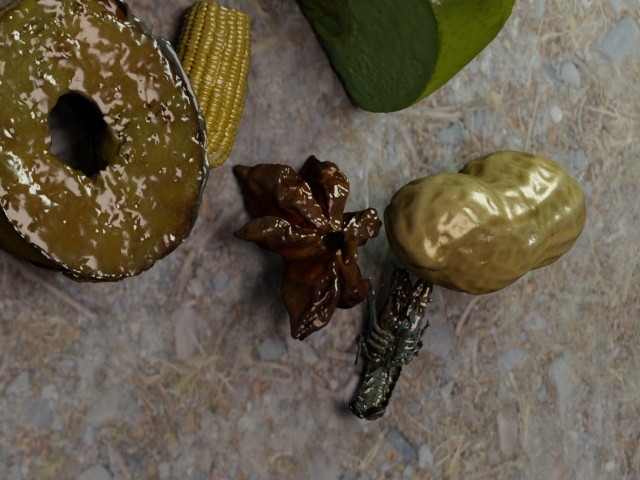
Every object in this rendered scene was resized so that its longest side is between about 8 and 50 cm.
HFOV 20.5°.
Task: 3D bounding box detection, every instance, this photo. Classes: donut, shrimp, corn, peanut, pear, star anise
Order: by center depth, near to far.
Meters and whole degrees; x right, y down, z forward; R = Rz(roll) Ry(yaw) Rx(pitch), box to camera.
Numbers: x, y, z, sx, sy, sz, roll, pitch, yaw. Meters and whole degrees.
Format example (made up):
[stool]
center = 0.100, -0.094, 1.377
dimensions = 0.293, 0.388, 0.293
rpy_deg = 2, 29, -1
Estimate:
[donut]
center = -0.233, -0.094, 1.607
dimensions = 0.272, 0.107, 0.272
rpy_deg = 7, 79, -41
[corn]
center = -0.112, -0.154, 1.737
dimensions = 0.085, 0.063, 0.165
rpy_deg = 13, 78, -16
[pear]
center = 0.088, -0.282, 1.797
dimensions = 0.159, 0.292, 0.292
rpy_deg = -42, 115, -23
[star anise]
center = -0.001, 0.003, 1.803
dimensions = 0.196, 0.111, 0.212
rpy_deg = 29, 40, -61
[shrimp]
center = 0.068, 0.110, 1.899
dimensions = 0.082, 0.076, 0.174
rpy_deg = 20, 77, 3
[peanut]
center = 0.182, -0.020, 1.928
dimensions = 0.305, 0.147, 0.147
rpy_deg = -23, 104, -51
